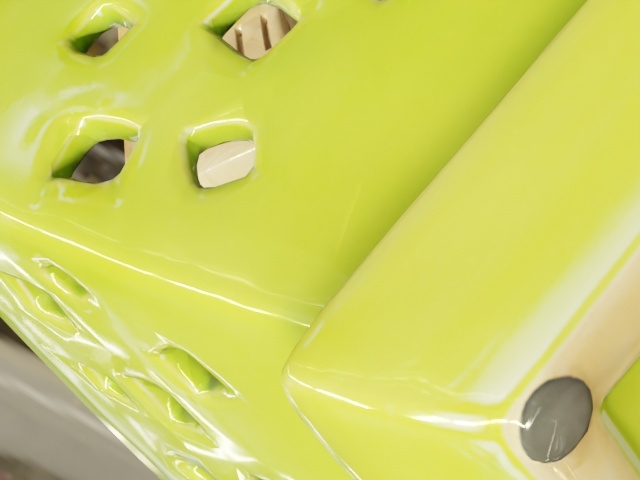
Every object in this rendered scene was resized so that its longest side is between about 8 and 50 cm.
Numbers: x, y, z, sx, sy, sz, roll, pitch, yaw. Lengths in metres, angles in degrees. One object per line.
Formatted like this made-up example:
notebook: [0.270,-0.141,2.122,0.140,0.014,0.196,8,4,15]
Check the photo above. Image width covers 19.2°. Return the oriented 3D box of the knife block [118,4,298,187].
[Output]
knife block: [0.000,0.000,0.919,0.242,0.088,0.276,55,-164,-40]

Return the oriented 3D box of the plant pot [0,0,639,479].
plant pot: [0.063,-0.007,0.479,0.207,0.227,0.228,27,162,50]
